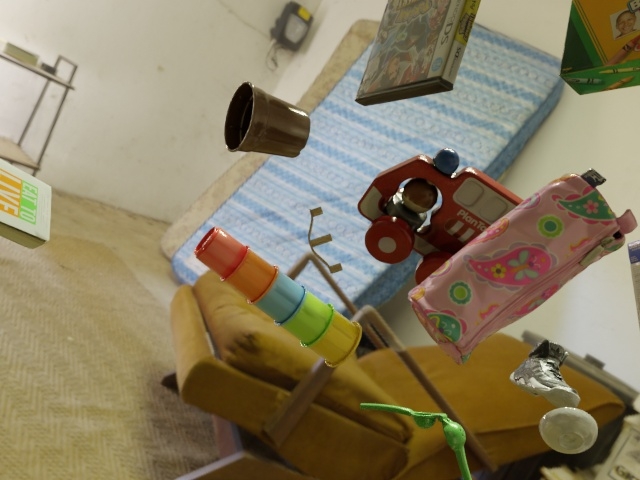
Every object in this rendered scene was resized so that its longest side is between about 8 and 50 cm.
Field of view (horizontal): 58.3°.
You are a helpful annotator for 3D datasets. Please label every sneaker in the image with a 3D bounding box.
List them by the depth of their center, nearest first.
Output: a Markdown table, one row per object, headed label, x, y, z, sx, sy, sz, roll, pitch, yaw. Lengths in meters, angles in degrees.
| label | x | y | z | sx | sy | sz | roll | pitch | yaw |
| --- | --- | --- | --- | --- | --- | --- | --- | --- | --- |
| sneaker | 0.610 | 0.345 | 1.519 | 0.101 | 0.153 | 0.268 | 33 | -7 | -6 |

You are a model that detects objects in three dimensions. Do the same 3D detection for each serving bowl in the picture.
| label | x | y | z | sx | sy | sz | roll | pitch | yaw |
| --- | --- | --- | --- | --- | --- | --- | --- | --- | --- |
| serving bowl | 0.374 | 0.292 | 0.864 | 0.083 | 0.083 | 0.027 | 28 | 31 | -1 |

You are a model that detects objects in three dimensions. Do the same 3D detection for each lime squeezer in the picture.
| label | x | y | z | sx | sy | sz | roll | pitch | yaw |
| --- | --- | --- | --- | --- | --- | --- | --- | --- | --- |
| lime squeezer | 0.227 | 0.398 | 1.181 | 0.310 | 0.110 | 0.058 | 35 | 25 | 27 |

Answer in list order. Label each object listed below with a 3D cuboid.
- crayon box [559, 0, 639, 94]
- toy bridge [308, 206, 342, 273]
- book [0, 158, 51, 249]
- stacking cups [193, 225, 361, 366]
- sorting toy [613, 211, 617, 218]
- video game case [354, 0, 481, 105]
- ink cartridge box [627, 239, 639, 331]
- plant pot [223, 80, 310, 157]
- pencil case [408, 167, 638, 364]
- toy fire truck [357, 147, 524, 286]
| label | x | y | z | sx | sy | sz | roll | pitch | yaw |
| --- | --- | --- | --- | --- | --- | --- | --- | --- | --- |
| crayon box | 0.509 | -0.323 | 0.835 | 0.081 | 0.166 | 0.278 | 21 | -12 | -40 |
| toy bridge | 0.000 | 0.000 | 1.517 | 0.026 | 0.063 | 0.188 | 76 | -5 | -72 |
| book | -0.421 | -0.060 | 0.746 | 0.144 | 0.035 | 0.097 | 39 | 37 | -55 |
| stacking cups | -0.070 | 0.094 | 0.970 | 0.316 | 0.096 | 0.096 | 40 | 2 | -21 |
| sorting toy | 0.767 | -0.030 | 1.524 | 0.012 | 0.062 | 0.083 | 19 | 47 | -18 |
| video game case | 0.181 | -0.383 | 1.066 | 0.035 | 0.249 | 0.274 | 20 | -3 | -29 |
| ink cartridge box | 0.775 | 0.139 | 1.256 | 0.065 | 0.312 | 0.186 | -2 | -12 | -8 |
| plant pot | -0.123 | -0.277 | 1.376 | 0.165 | 0.167 | 0.167 | 9 | 16 | -32 |
| pencil case | 0.253 | 0.035 | 0.739 | 0.124 | 0.284 | 0.124 | 54 | 2 | -3 |
| toy fire truck | 0.241 | -0.051 | 1.147 | 0.302 | 0.254 | 0.169 | 35 | 35 | -1 |
